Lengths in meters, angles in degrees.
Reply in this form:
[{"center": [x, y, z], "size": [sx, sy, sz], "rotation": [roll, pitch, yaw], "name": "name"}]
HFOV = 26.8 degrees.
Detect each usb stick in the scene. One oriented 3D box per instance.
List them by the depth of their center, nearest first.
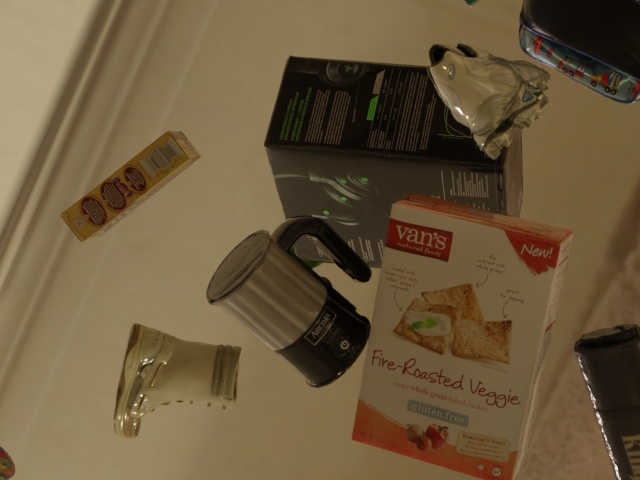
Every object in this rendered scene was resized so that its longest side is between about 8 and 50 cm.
[{"center": [0.316, 0.210, 1.297], "size": [0.077, 0.278, 0.045], "rotation": [-14, -167, 26], "name": "usb stick"}]

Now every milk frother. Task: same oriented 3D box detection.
[{"center": [-0.037, 0.053, 1.264], "size": [0.135, 0.129, 0.143], "rotation": [42, 147, -20], "name": "milk frother"}]

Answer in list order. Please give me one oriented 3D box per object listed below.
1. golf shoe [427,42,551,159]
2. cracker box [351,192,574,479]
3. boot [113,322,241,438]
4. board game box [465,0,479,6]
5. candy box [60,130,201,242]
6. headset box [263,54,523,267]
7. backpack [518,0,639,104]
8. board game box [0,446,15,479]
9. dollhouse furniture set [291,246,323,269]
[{"center": [0.117, -0.118, 0.974], "size": [0.086, 0.069, 0.176], "rotation": [43, -168, -3], "name": "golf shoe"}, {"center": [0.126, 0.088, 1.215], "size": [0.156, 0.232, 0.067], "rotation": [14, -165, 19], "name": "cracker box"}, {"center": [-0.199, 0.211, 1.873], "size": [0.165, 0.213, 0.077], "rotation": [10, -139, -7], "name": "boot"}, {"center": [0.279, -0.422, 1.638], "size": [0.079, 0.254, 0.336], "rotation": [54, -158, -15], "name": "board game box"}, {"center": [-0.256, -0.075, 1.827], "size": [0.053, 0.187, 0.109], "rotation": [51, -175, -1], "name": "candy box"}, {"center": [0.083, -0.079, 1.541], "size": [0.283, 0.131, 0.246], "rotation": [5, 149, 14], "name": "headset box"}, {"center": [0.270, -0.210, 1.137], "size": [0.158, 0.117, 0.173], "rotation": [30, -137, 25], "name": "backpack"}, {"center": [-0.330, 0.149, 1.142], "size": [0.169, 0.033, 0.133], "rotation": [27, -177, -18], "name": "board game box"}, {"center": [0.000, 0.000, 1.978], "size": [0.058, 0.076, 0.152], "rotation": [61, -157, -2], "name": "dollhouse furniture set"}]
